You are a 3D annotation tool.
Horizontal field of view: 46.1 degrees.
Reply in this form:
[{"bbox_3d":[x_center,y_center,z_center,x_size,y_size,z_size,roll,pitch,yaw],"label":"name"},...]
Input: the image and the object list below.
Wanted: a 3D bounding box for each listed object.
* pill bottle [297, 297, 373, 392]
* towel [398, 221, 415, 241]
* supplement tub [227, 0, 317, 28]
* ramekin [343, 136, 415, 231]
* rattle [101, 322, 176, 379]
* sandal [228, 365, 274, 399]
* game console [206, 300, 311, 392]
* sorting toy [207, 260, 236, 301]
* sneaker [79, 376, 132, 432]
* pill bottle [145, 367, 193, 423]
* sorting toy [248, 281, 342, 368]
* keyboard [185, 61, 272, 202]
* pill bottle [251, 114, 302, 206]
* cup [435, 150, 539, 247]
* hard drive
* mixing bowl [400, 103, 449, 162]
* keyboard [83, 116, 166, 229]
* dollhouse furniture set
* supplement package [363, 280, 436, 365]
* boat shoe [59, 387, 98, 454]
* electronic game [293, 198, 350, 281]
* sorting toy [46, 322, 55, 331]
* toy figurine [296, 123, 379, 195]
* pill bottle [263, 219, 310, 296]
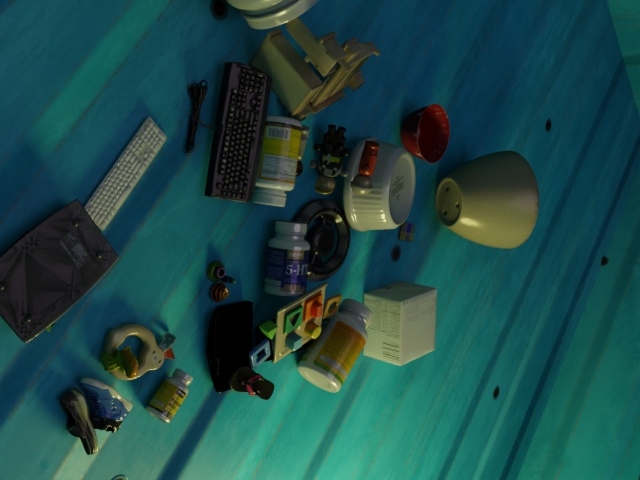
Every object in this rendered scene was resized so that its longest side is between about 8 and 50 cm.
[{"bbox_3d":[0.050,0.291,2.128,0.246,0.136,0.136,-58,135,-24],"label":"pill bottle"},{"bbox_3d":[0.279,-0.028,2.425,0.083,0.009,0.060,14,86,-49],"label":"towel"},{"bbox_3d":[-0.145,-0.658,1.634,0.241,0.241,0.331,-54,133,-27],"label":"supplement tub"},{"bbox_3d":[0.176,-0.153,2.146,0.273,0.127,0.273,-32,127,-57],"label":"ramekin"},{"bbox_3d":[-0.363,0.248,1.648,0.199,0.142,0.130,18,65,-43],"label":"rattle"},{"bbox_3d":[-0.165,0.365,1.907,0.179,0.040,0.067,35,74,-48],"label":"sandal"},{"bbox_3d":[-0.151,0.251,1.960,0.361,0.044,0.213,-11,106,-48],"label":"game console"},{"bbox_3d":[-0.238,0.101,1.831,0.061,0.042,0.102,-17,110,-46],"label":"sorting toy"},{"bbox_3d":[-0.469,0.356,1.602,0.152,0.058,0.085,57,47,-46],"label":"sneaker"},{"bbox_3d":[-0.346,0.357,1.740,0.116,0.065,0.065,-59,135,-23],"label":"pill bottle"},{"bbox_3d":[-0.044,0.219,1.957,0.347,0.047,0.196,-28,139,-42],"label":"sorting toy"},{"bbox_3d":[-0.221,-0.256,1.746,0.201,0.033,0.317,7,93,-29],"label":"keyboard"},{"bbox_3d":[-0.115,-0.195,1.856,0.117,0.117,0.215,5,94,-49],"label":"pill bottle"},{"bbox_3d":[0.522,-0.131,2.494,0.237,0.331,0.331,-3,101,-22],"label":"cup"},{"bbox_3d":[-0.531,0.055,1.463,0.255,0.054,0.172,-49,125,-32],"label":"hard drive"},{"bbox_3d":[0.312,-0.333,2.335,0.181,0.098,0.181,-14,108,-47],"label":"mixing bowl"},{"bbox_3d":[-0.414,-0.144,1.601,0.072,0.014,0.256,49,61,-42],"label":"keyboard"},{"bbox_3d":[0.019,-0.476,1.879,0.174,0.303,0.355,50,50,3],"label":"dollhouse furniture set"},{"bbox_3d":[0.246,0.252,2.336,0.194,0.149,0.203,-13,107,-47],"label":"supplement package"},{"bbox_3d":[-0.508,0.383,1.573,0.049,0.056,0.152,-24,106,-39],"label":"boat shoe"},{"bbox_3d":[0.000,0.000,2.079,0.229,0.048,0.229,-10,105,-43],"label":"electronic game"},{"bbox_3d":[-0.541,0.140,1.511,0.062,0.012,0.083,-27,117,-43],"label":"sorting toy"},{"bbox_3d":[0.026,-0.204,1.952,0.209,0.213,0.148,-9,121,-45],"label":"toy figurine"},{"bbox_3d":[-0.084,0.044,1.944,0.112,0.112,0.187,-1,98,-49],"label":"pill bottle"}]
